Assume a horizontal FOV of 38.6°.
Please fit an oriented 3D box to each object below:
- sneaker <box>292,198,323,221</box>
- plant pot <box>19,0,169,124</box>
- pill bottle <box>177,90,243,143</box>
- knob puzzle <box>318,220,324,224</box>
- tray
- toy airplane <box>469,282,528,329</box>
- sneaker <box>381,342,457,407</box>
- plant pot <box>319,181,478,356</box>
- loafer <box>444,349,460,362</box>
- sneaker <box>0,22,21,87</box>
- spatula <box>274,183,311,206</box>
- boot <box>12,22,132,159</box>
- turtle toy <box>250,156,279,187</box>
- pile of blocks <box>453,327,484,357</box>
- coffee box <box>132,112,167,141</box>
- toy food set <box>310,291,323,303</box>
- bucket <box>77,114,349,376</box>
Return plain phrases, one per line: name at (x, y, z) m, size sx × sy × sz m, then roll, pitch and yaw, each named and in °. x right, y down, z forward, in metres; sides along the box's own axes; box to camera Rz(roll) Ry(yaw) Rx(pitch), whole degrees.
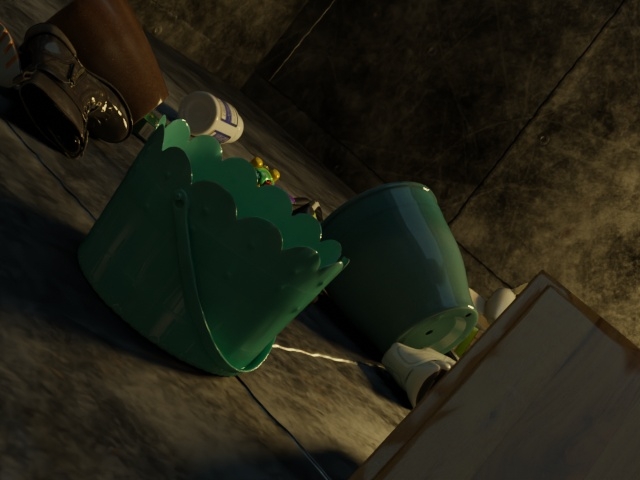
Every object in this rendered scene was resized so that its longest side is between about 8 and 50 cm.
sneaker at (-0.030, -0.029, 2.083) m, size 0.097 × 0.084 × 0.234 m, roll 62°, pitch 8°, yaw -5°
plant pot at (-0.395, -0.326, 1.692) m, size 0.230 × 0.215 × 0.215 m, roll 52°, pitch 5°, yaw -15°
pill bottle at (-0.268, -0.301, 2.291) m, size 0.112 × 0.112 × 0.187 m, roll 42°, pitch 8°, yaw 17°
knob puzzle at (0.000, 0.000, 1.733) m, size 0.213 × 0.213 × 0.030 m, roll 23°, pitch 56°, yaw -62°
tray at (0.154, 0.205, 0.751) m, size 0.203 × 0.076 × 0.411 m, roll 41°, pitch 50°, yaw 13°
toy airplane at (0.526, 0.271, 2.121) m, size 0.386 × 0.272 × 0.384 m, roll 33°, pitch 11°, yaw -36°
sneaker at (0.211, 0.237, 1.574) m, size 0.118 × 0.110 × 0.292 m, roll 34°, pitch 4°, yaw 39°
plant pot at (0.147, 0.077, 1.647) m, size 0.272 × 0.272 × 0.255 m, roll 27°, pitch 28°, yaw -53°
loafer at (0.192, 0.193, 1.780) m, size 0.223 × 0.076 × 0.078 m, roll 38°, pitch 16°, yaw 20°
sneaker at (-0.527, -0.311, 1.389) m, size 0.215 × 0.084 × 0.083 m, roll 47°, pitch -9°, yaw 9°
spatula at (-0.079, -0.109, 2.358) m, size 0.084 × 0.030 × 0.296 m, roll 39°, pitch 9°, yaw 16°
boot at (-0.380, -0.195, 1.405) m, size 0.263 × 0.091 × 0.229 m, roll 51°, pitch 13°, yaw -39°
turtle toy at (-0.133, -0.115, 2.007) m, size 0.130 × 0.095 × 0.066 m, roll 35°, pitch 31°, yaw -23°
pile of blocks at (0.239, 0.194, 1.933) m, size 0.362 × 0.112 × 0.149 m, roll 39°, pitch -18°, yaw -4°
coffee box at (-0.370, -0.249, 1.831) m, size 0.184 × 0.040 × 0.113 m, roll 39°, pitch 9°, yaw -2°
toy food set at (-0.045, 0.083, 1.562) m, size 0.078 × 0.019 × 0.122 m, roll 42°, pitch 17°, yaw 21°
bucket at (-0.125, 0.011, 1.046) m, size 0.281 × 0.183 × 0.281 m, roll 38°, pitch 9°, yaw -7°
